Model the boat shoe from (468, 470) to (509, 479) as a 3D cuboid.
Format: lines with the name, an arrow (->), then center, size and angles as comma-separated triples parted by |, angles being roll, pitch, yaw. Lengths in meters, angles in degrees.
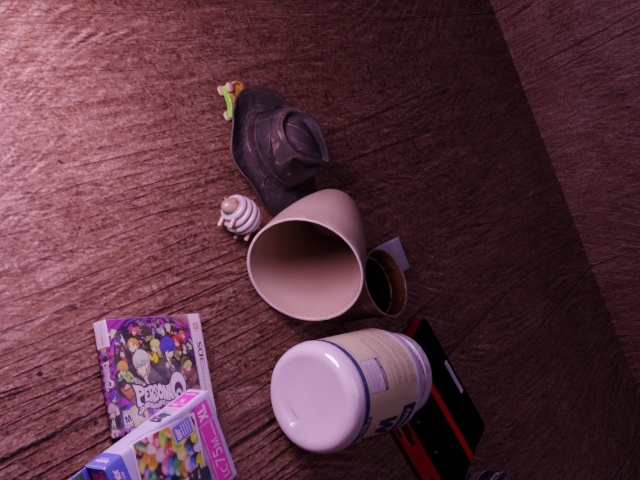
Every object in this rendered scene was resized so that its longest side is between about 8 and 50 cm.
boat shoe -> 0.415, 0.708, 2.259 | 0.306, 0.105, 0.113 | -39, 105, -52

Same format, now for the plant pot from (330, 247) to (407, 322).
plant pot -> 0.092, 0.118, 2.079 | 0.167, 0.165, 0.167 | 25, 56, -43

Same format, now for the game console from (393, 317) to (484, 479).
game console -> 0.289, 0.438, 2.281 | 0.386, 0.060, 0.342 | 60, 32, -13

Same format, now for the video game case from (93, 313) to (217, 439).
video game case -> -0.302, 0.245, 1.626 | 0.232, 0.042, 0.210 | 2, 72, -51

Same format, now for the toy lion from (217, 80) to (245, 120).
toy lion -> -0.194, -0.325, 2.043 | 0.096, 0.034, 0.100 | 0, 74, -59

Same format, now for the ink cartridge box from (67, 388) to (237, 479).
ink cartridge box -> -0.284, 0.414, 1.521 | 0.311, 0.065, 0.185 | -32, 110, -46

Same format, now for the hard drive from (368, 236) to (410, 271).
hard drive -> 0.184, 0.051, 2.344 | 0.135, 0.022, 0.094 | -24, 93, -53

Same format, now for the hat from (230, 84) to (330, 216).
hat -> -0.064, -0.220, 2.045 | 0.331, 0.134, 0.331 | 28, 56, -50

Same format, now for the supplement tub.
supplement tub -> 0.075, 0.317, 1.906 | 0.325, 0.235, 0.235 | -4, 77, -52

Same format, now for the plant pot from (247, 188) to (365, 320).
plant pot -> 0.000, 0.000, 1.978 | 0.256, 0.256, 0.274 | 56, 29, -17

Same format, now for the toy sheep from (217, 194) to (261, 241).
toy sheep -> -0.171, -0.050, 1.898 | 0.132, 0.091, 0.091 | 44, 42, -50
